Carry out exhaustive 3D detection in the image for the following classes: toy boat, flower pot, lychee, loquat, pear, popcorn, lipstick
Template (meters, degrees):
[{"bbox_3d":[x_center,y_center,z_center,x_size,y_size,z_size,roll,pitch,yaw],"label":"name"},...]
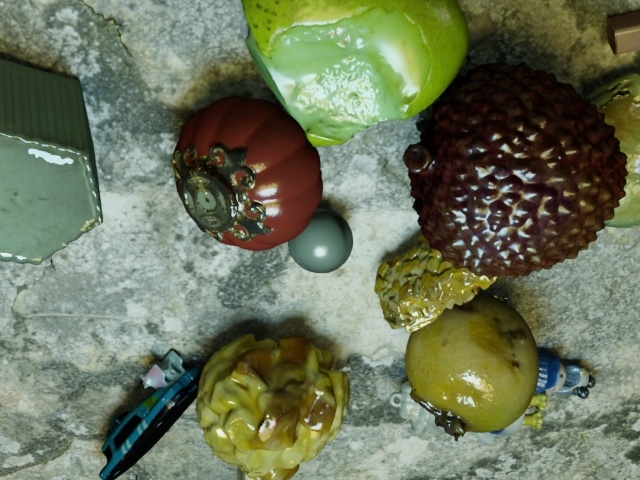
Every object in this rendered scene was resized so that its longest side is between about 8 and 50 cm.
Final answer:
[{"bbox_3d":[-0.322,0.317,2.013,0.092,0.134,0.299,46,123,6],"label":"toy boat"},{"bbox_3d":[-0.415,-0.105,1.541,0.239,0.189,0.209,-34,130,10],"label":"flower pot"},{"bbox_3d":[0.261,-0.091,1.546,0.330,0.306,0.306,8,130,-17],"label":"lychee"},{"bbox_3d":[0.248,0.211,1.873,0.244,0.244,0.244,-3,132,-3],"label":"loquat"},{"bbox_3d":[0.031,-0.289,1.459,0.286,0.176,0.282,-21,128,11],"label":"pear"},{"bbox_3d":[-0.077,0.286,1.928,0.265,0.225,0.332,-25,140,-12],"label":"popcorn"},{"bbox_3d":[0.478,-0.299,1.576,0.145,0.045,0.045,-11,133,4],"label":"lipstick"}]

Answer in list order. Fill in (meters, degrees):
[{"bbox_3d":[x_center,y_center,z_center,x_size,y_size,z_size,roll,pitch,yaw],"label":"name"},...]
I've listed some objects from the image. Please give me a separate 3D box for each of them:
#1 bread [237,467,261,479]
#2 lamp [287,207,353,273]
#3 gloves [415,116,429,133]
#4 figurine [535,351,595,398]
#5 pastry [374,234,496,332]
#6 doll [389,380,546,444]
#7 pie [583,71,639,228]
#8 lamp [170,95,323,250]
[{"bbox_3d":[-0.111,0.436,2.127,0.077,0.105,0.152,-2,133,-13],"label":"bread"},{"bbox_3d":[0.000,0.000,1.753,0.105,0.105,0.105,-3,132,-3],"label":"lamp"},{"bbox_3d":[0.165,-0.158,1.669,0.037,0.044,0.081,-30,150,6],"label":"gloves"},{"bbox_3d":[0.429,0.244,2.038,0.149,0.087,0.086,15,112,-36],"label":"figurine"},{"bbox_3d":[0.194,0.036,1.780,0.102,0.154,0.250,29,129,-30],"label":"pastry"},{"bbox_3d":[0.266,0.297,2.036,0.293,0.119,0.138,7,96,-12],"label":"doll"},{"bbox_3d":[0.483,-0.137,1.703,0.306,0.071,0.306,-1,129,-2],"label":"pie"},{"bbox_3d":[-0.100,-0.097,1.598,0.227,0.227,0.227,-3,132,-3],"label":"lamp"}]
